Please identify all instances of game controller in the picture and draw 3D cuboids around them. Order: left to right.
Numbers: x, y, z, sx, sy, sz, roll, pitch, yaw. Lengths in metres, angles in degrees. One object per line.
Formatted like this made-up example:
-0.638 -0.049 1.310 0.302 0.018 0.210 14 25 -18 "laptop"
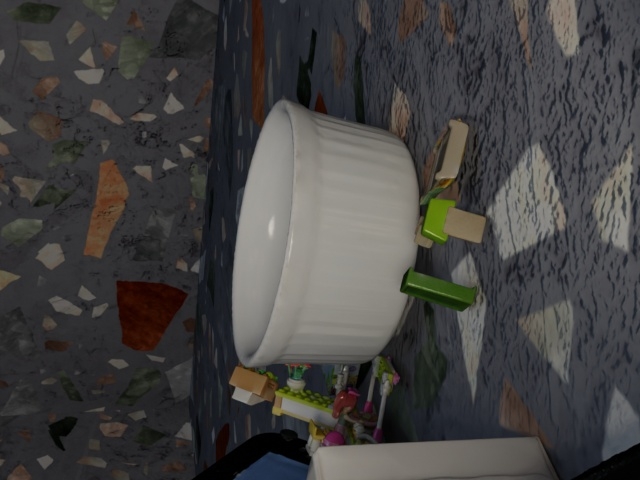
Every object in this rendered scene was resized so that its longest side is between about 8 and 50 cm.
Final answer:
-0.040 0.259 0.888 0.319 0.166 0.067 -14 -71 -71 "game controller"

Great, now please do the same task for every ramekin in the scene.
0.000 0.000 0.952 0.277 0.135 0.277 -172 90 -75 "ramekin"

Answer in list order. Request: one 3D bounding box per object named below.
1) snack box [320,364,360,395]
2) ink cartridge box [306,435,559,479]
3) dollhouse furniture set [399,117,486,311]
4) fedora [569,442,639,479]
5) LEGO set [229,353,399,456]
0.019 0.110 1.145 0.141 0.037 0.100 -110 22 -53 "snack box"
0.074 0.276 0.636 0.168 0.171 0.233 -107 21 -50 "ink cartridge box"
0.115 -0.022 0.773 0.076 0.058 0.152 110 176 -73 "dollhouse furniture set"
0.120 0.196 0.351 0.152 0.334 0.334 54 157 12 "fedora"
0.009 0.166 0.998 0.287 0.132 0.107 27 110 61 "LEGO set"
